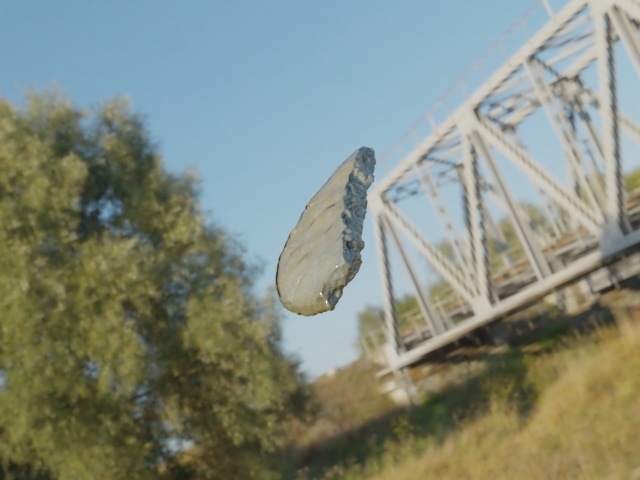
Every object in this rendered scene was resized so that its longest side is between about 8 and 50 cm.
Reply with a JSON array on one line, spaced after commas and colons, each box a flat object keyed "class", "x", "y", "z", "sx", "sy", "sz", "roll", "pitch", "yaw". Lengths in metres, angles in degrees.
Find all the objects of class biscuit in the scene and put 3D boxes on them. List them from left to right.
[{"class": "biscuit", "x": -0.001, "y": -0.001, "z": 1.284, "sx": 0.141, "sy": 0.038, "sz": 0.290, "roll": -37, "pitch": 24, "yaw": 30}]
